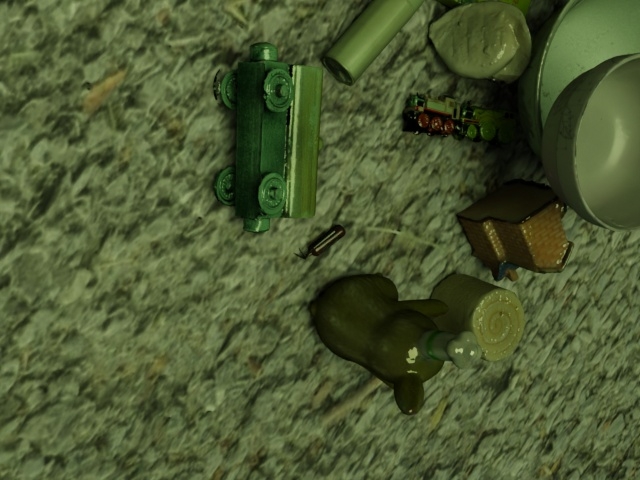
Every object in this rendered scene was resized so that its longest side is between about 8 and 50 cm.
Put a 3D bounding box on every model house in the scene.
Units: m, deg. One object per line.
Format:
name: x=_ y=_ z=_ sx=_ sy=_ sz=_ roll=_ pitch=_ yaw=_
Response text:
model house: x=0.403 y=-0.006 z=1.347 sx=0.166 sy=0.183 sz=0.172 roll=-30 pitch=109 yaw=-16

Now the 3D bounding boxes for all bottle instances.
bottle: x=0.093 y=-0.366 z=1.187 sx=0.072 sy=0.072 sz=0.201 roll=44 pitch=80 yaw=-26

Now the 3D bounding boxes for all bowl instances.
bowl: x=0.486 y=-0.166 z=1.156 sx=0.286 sy=0.143 sz=0.287 roll=-5 pitch=103 yaw=-25
bowl: x=0.525 y=-0.294 z=1.338 sx=0.434 sy=0.196 sz=0.435 roll=-6 pitch=103 yaw=-24

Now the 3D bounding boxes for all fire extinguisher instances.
fire extinguisher: x=0.004 y=0.005 z=1.236 sx=0.100 sy=0.046 sz=0.032 roll=-37 pitch=101 yaw=-16

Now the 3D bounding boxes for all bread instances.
bread: x=0.311 y=0.150 z=1.360 sx=0.133 sy=0.141 sz=0.148 roll=-24 pitch=111 yaw=-23

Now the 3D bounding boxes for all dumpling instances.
dumpling: x=0.297 y=-0.366 z=1.243 sx=0.092 sy=0.176 sz=0.150 roll=4 pitch=124 yaw=-49

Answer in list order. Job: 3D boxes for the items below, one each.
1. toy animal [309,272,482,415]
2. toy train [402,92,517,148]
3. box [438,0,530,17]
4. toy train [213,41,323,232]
toy animal: x=0.140 y=0.180 z=1.178 sx=0.180 sy=0.363 sz=0.181 roll=17 pitch=97 yaw=-42
toy train: x=0.268 y=-0.231 z=1.311 sx=0.249 sy=0.053 sz=0.085 roll=4 pitch=91 yaw=-26
box: x=0.261 y=-0.526 z=1.249 sx=0.334 sy=0.047 sz=0.187 roll=17 pitch=94 yaw=-26
toy train: x=-0.080 y=-0.168 z=1.137 sx=0.189 sy=0.126 sz=0.308 roll=-13 pitch=108 yaw=-56
